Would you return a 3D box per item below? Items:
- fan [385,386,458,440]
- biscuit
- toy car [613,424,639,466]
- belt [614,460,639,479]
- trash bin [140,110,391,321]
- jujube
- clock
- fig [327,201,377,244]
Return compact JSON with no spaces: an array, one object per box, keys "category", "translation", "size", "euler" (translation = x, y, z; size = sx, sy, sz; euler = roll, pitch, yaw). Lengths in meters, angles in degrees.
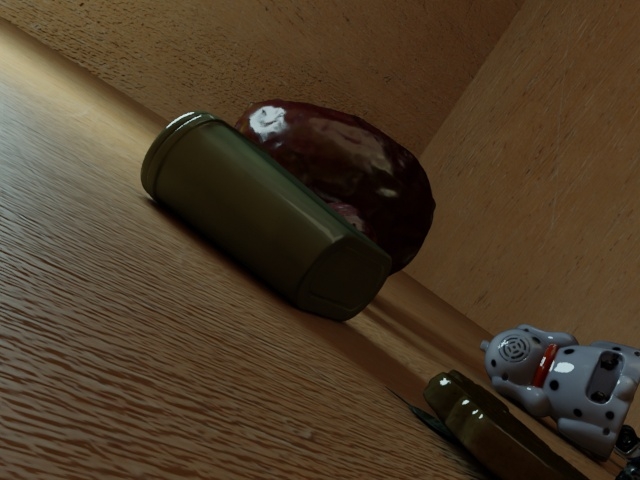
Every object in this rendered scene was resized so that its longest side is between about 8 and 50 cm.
[{"category":"fan","translation":[0.097,0.162,0.964],"size":[0.080,0.003,0.060],"euler":[34,2,-11]},{"category":"biscuit","translation":[0.169,0.184,0.976],"size":[0.183,0.047,0.320],"euler":[39,3,-13]},{"category":"toy car","translation":[0.571,0.385,1.816],"size":[0.170,0.070,0.080],"euler":[33,3,15]},{"category":"belt","translation":[0.343,0.277,0.937],"size":[0.126,0.094,0.359],"euler":[35,2,37]},{"category":"trash bin","translation":[-0.057,-0.024,1.225],"size":[0.247,0.121,0.243],"euler":[38,4,23]},{"category":"jujube","translation":[0.014,-0.090,1.814],"size":[0.377,0.276,0.276],"euler":[22,4,-3]},{"category":"clock","translation":[0.374,0.222,1.681],"size":[0.254,0.189,0.189],"euler":[19,-3,22]},{"category":"fig","translation":[0.010,-0.003,1.580],"size":[0.150,0.128,0.128],"euler":[28,3,-2]}]
